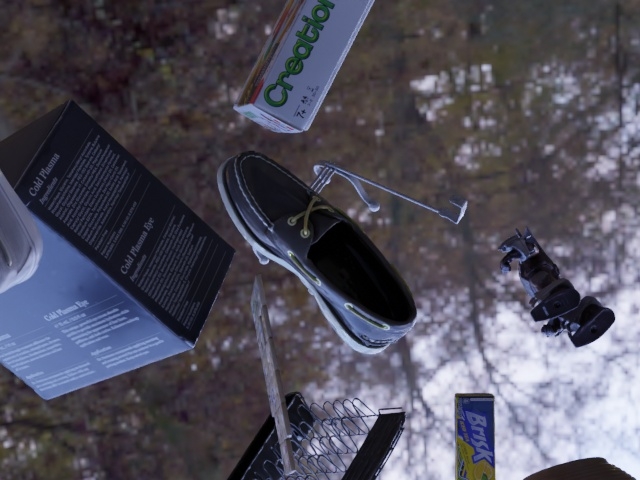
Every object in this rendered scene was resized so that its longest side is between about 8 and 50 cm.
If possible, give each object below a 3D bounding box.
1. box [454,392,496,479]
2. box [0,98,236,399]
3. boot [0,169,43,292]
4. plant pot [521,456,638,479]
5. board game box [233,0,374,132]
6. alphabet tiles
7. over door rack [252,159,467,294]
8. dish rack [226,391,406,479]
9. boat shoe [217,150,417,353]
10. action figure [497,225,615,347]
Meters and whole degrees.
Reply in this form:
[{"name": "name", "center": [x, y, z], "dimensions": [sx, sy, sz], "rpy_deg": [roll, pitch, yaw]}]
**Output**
[{"name": "box", "center": [0.223, 0.306, 1.808], "dimensions": [0.059, 0.169, 0.054], "rpy_deg": [-1, 177, 4]}, {"name": "box", "center": [-0.352, 0.025, 1.678], "dimensions": [0.343, 0.312, 0.179], "rpy_deg": [-21, -144, 40]}, {"name": "boot", "center": [-0.361, -0.059, 1.144], "dimensions": [0.095, 0.258, 0.123], "rpy_deg": [-35, -175, 21]}, {"name": "plant pot", "center": [0.336, 0.355, 1.651], "dimensions": [0.237, 0.110, 0.237], "rpy_deg": [-13, 159, -5]}, {"name": "board game box", "center": [0.023, -0.236, 1.058], "dimensions": [0.053, 0.305, 0.193], "rpy_deg": [27, 180, -10]}, {"name": "alphabet tiles", "center": [-0.060, 0.174, 1.567], "dimensions": [0.009, 0.237, 0.198], "rpy_deg": [-10, 168, -7]}, {"name": "over door rack", "center": [0.073, -0.003, 2.263], "dimensions": [0.324, 0.108, 0.239], "rpy_deg": [18, -123, 29]}, {"name": "dish rack", "center": [-0.002, 0.319, 1.877], "dimensions": [0.271, 0.074, 0.208], "rpy_deg": [-14, -146, 48]}, {"name": "boat shoe", "center": [0.000, 0.000, 1.133], "dimensions": [0.081, 0.228, 0.068], "rpy_deg": [-43, -179, -33]}, {"name": "action figure", "center": [0.354, 0.077, 1.968], "dimensions": [0.099, 0.185, 0.285], "rpy_deg": [-41, -166, 4]}]
